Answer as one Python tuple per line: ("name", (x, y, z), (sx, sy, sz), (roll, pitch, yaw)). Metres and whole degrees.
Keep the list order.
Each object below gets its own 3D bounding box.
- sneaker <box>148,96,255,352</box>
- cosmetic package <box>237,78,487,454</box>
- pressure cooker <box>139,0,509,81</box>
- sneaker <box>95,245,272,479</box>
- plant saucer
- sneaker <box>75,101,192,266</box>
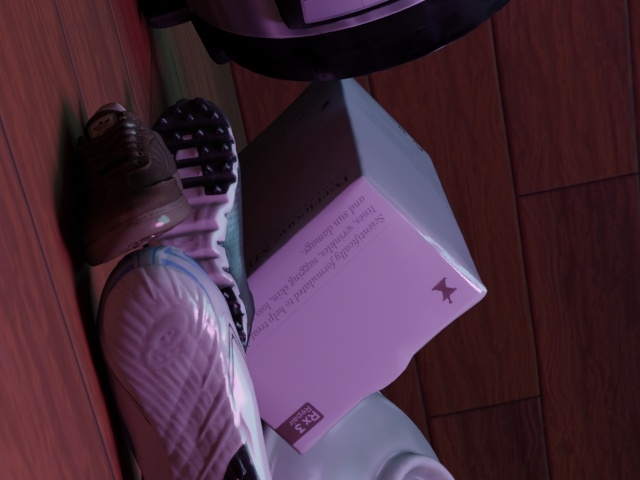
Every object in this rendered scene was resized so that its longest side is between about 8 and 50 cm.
("sneaker", (-0.093, 0.008, 1.175), (0.106, 0.078, 0.234), (84, -1, -66))
("cosmetic package", (0.000, 0.000, 1.401), (0.156, 0.217, 0.385), (44, 10, -15))
("pressure cooker", (0.018, -0.349, 1.390), (0.375, 0.370, 0.420), (-53, 138, -30))
("sneaker", (-0.069, 0.116, 0.876), (0.086, 0.085, 0.237), (-78, 158, -76))
("plant saucer", (0.065, 0.308, 1.427), (0.400, 0.100, 0.400), (36, 47, -52))
("sneaker", (-0.119, -0.037, 0.888), (0.071, 0.066, 0.188), (62, -1, -11))
